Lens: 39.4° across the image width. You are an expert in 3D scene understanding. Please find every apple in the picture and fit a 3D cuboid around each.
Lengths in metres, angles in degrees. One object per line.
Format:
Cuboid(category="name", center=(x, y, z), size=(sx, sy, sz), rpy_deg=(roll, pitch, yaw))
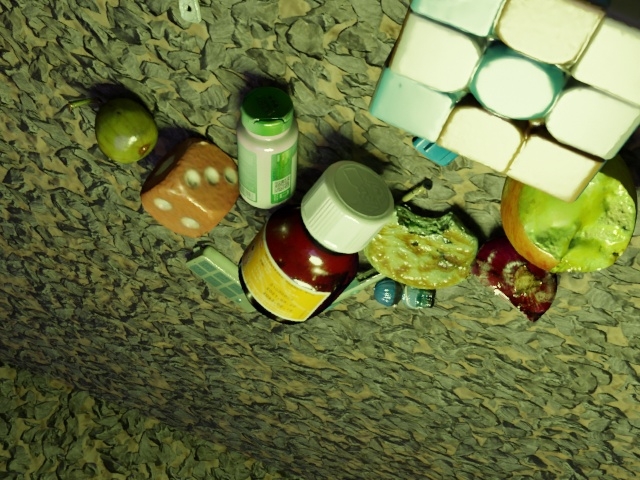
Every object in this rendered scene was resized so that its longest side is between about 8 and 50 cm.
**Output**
Cuboid(category="apple", center=(0.448, -0.070, 1.615), size=(0.246, 0.246, 0.226), rpy_deg=(12, 134, 19))

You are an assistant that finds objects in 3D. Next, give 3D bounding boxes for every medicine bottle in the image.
Cuboid(category="medicine bottle", center=(0.000, 0.000, 1.951), size=(0.243, 0.242, 0.395), rpy_deg=(33, 130, -12))
Cuboid(category="medicine bottle", center=(-0.113, -0.197, 1.903), size=(0.134, 0.133, 0.274), rpy_deg=(19, 147, 10))

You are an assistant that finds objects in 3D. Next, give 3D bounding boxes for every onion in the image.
Cuboid(category="onion", center=(0.416, 0.071, 1.941), size=(0.195, 0.139, 0.218), rpy_deg=(31, -177, -7))

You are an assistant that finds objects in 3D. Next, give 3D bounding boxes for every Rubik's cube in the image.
Cuboid(category="Rubik's cube", center=(0.310, -0.325, 1.262), size=(0.347, 0.346, 0.344), rpy_deg=(23, 148, 1))

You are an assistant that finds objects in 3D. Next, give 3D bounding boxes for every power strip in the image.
Cuboid(category="power strip", center=(-0.254, 0.112, 2.497), size=(0.270, 0.046, 0.118), rpy_deg=(39, 144, -21))

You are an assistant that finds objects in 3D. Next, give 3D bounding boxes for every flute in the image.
Cuboid(category="flute", center=(0.168, -0.081, 1.976), size=(0.027, 0.027, 0.233), rpy_deg=(36, 145, -16))

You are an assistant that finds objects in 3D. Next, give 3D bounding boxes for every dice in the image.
Cuboid(category="dice", center=(-0.302, -0.120, 2.095), size=(0.175, 0.174, 0.179), rpy_deg=(-20, 125, 45))

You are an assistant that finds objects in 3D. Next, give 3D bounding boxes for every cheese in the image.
Cuboid(category="cheese", center=(-0.257, -0.502, 1.652), size=(0.127, 0.049, 0.235), rpy_deg=(16, 144, 12))

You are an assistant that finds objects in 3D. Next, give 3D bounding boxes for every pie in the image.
Cuboid(category="pie", center=(0.222, 0.016, 2.016), size=(0.303, 0.066, 0.302), rpy_deg=(12, 148, 8))

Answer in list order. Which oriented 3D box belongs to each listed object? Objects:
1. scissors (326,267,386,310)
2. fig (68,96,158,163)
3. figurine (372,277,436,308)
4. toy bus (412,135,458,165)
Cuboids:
Cuboid(category="scissors", center=(0.072, 0.116, 2.207), size=(0.289, 0.041, 0.138), rpy_deg=(-29, 155, 22))
Cuboid(category="fig", center=(-0.461, -0.264, 2.055), size=(0.186, 0.148, 0.142), rpy_deg=(53, 177, 32))
Cuboid(category="figurine", center=(0.206, 0.137, 2.209), size=(0.149, 0.087, 0.086), rpy_deg=(12, 107, 18))
Cuboid(category="toy bus", center=(0.253, -0.220, 1.658), size=(0.090, 0.106, 0.185), rpy_deg=(31, 146, -12))
